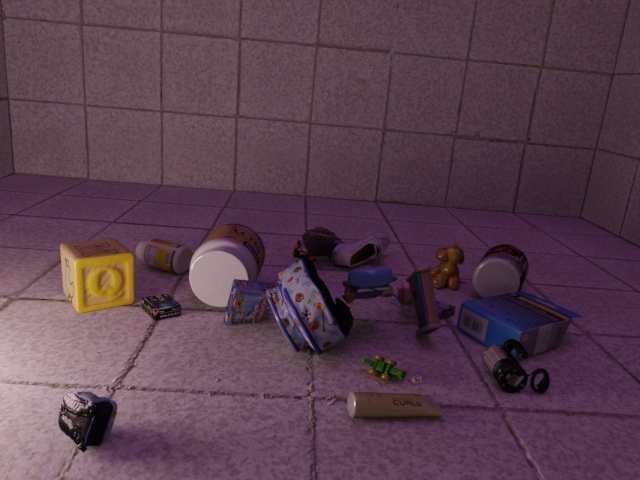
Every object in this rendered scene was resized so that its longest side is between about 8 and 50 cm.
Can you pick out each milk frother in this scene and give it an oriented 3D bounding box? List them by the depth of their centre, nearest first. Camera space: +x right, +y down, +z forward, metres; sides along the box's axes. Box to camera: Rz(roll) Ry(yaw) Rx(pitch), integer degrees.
[{"bbox_3d":[0.565,0.374,1.557,0.143,0.129,0.135,46,9,-15],"label":"milk frother"}]

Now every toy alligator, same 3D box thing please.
[{"bbox_3d":[0.202,0.369,1.514,0.189,0.056,0.051,14,-22,29],"label":"toy alligator"}]

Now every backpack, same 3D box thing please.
[{"bbox_3d":[-0.505,0.382,1.166,0.114,0.105,0.084,14,-4,31],"label":"backpack"},{"bbox_3d":[-0.033,0.208,1.619,0.213,0.277,0.263,-38,24,-5],"label":"backpack"}]

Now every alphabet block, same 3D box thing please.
[{"bbox_3d":[-0.760,0.113,1.840,0.193,0.193,0.197,-10,21,-36],"label":"alphabet block"}]

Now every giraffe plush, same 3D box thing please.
[{"bbox_3d":[0.548,0.101,2.305,0.210,0.171,0.181,-2,18,-24],"label":"giraffe plush"}]

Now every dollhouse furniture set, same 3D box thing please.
[{"bbox_3d":[0.207,0.226,1.803,0.303,0.198,0.286,-3,-19,-8],"label":"dollhouse furniture set"}]

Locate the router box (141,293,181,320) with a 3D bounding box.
[{"bbox_3d":[-0.534,0.221,1.803,0.092,0.038,0.122,-7,21,-39],"label":"router box"}]

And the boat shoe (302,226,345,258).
[{"bbox_3d":[0.000,0.000,2.416,0.116,0.123,0.324,53,13,26],"label":"boat shoe"}]

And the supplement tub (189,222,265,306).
[{"bbox_3d":[-0.338,0.085,1.969,0.240,0.241,0.331,5,16,0],"label":"supplement tub"}]

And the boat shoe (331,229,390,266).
[{"bbox_3d":[0.230,0.045,2.465,0.367,0.136,0.156,-15,25,-42],"label":"boat shoe"}]

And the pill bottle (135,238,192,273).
[{"bbox_3d":[-0.636,0.059,2.180,0.214,0.117,0.117,12,18,21],"label":"pill bottle"}]

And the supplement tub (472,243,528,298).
[{"bbox_3d":[0.756,0.127,2.243,0.193,0.194,0.316,13,17,24],"label":"supplement tub"}]

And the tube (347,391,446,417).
[{"bbox_3d":[0.188,0.412,1.355,0.240,0.062,0.070,6,56,-15],"label":"tube"}]

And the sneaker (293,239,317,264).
[{"bbox_3d":[-0.071,0.054,2.425,0.069,0.084,0.185,-5,19,-30],"label":"sneaker"}]

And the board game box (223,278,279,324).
[{"bbox_3d":[-0.199,0.202,1.745,0.194,0.194,0.060,-3,45,-26],"label":"board game box"}]

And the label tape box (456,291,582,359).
[{"bbox_3d":[0.683,0.282,1.850,0.347,0.115,0.249,-3,18,-34],"label":"label tape box"}]

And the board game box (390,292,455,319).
[{"bbox_3d":[0.383,0.241,2.021,0.136,0.035,0.201,-10,22,-41],"label":"board game box"}]
